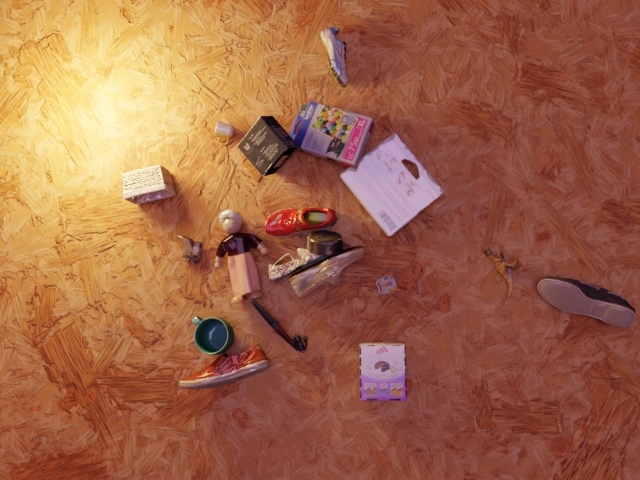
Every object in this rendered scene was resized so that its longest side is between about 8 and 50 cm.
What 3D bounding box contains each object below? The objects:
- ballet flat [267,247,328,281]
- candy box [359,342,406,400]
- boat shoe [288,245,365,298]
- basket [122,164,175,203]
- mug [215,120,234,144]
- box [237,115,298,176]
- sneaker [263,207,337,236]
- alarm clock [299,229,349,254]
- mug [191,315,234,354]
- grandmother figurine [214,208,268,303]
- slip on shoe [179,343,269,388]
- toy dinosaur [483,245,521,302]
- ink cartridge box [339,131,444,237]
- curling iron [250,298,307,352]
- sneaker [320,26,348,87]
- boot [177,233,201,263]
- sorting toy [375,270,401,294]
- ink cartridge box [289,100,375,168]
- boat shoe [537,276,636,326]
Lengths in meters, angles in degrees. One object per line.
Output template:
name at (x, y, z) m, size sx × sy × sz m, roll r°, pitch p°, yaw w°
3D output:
ballet flat at (-0.088, 0.073, 1.769) m, size 0.241 × 0.091 × 0.077 m, roll -25°, pitch 88°, yaw 2°
candy box at (0.221, 0.467, 1.729) m, size 0.165 × 0.070 × 0.196 m, roll 0°, pitch 86°, yaw 4°
boat shoe at (0.035, 0.113, 1.757) m, size 0.302 × 0.109 × 0.098 m, roll -26°, pitch 93°, yaw 4°
basket at (-0.651, -0.211, 1.822) m, size 0.167 × 0.113 × 0.103 m, roll -13°, pitch 82°, yaw 2°
mug at (-0.367, -0.416, 1.855) m, size 0.064 × 0.078 × 0.062 m, roll 12°, pitch 53°, yaw -4°
box at (-0.195, -0.350, 1.783) m, size 0.158 × 0.093 × 0.156 m, roll 50°, pitch 120°, yaw 6°
sneaker at (-0.077, -0.081, 1.770) m, size 0.279 × 0.118 × 0.107 m, roll -10°, pitch 84°, yaw 3°
alarm clock at (0.000, 0.000, 1.757) m, size 0.192 × 0.129 × 0.064 m, roll 13°, pitch 114°, yaw 36°
mug at (-0.385, 0.337, 1.763) m, size 0.129 × 0.097 × 0.158 m, roll -20°, pitch 73°, yaw 5°
grandmother figurine at (-0.298, 0.049, 1.786) m, size 0.208 × 0.104 × 0.342 m, roll -15°, pitch 87°, yaw -6°
slip on shoe at (-0.352, 0.465, 1.751) m, size 0.331 × 0.123 × 0.101 m, roll -19°, pitch 68°, yaw 0°
toy dinosaur at (0.671, 0.107, 1.743) m, size 0.112 × 0.064 × 0.211 m, roll -33°, pitch 74°, yaw 19°
ink cartridge box at (0.262, -0.204, 1.784) m, size 0.261 × 0.066 × 0.296 m, roll -38°, pitch 84°, yaw 1°
curling iron at (-0.150, 0.307, 1.759) m, size 0.274 × 0.035 × 0.068 m, roll 43°, pitch 99°, yaw -6°
sneaker at (0.069, -0.699, 1.829) m, size 0.086 × 0.085 × 0.237 m, roll -17°, pitch 86°, yaw 7°
boot at (-0.505, 0.035, 1.829) m, size 0.118 × 0.042 × 0.087 m, roll 22°, pitch 95°, yaw 12°
sorting toy at (0.244, 0.163, 1.773) m, size 0.075 × 0.045 × 0.083 m, roll -23°, pitch 84°, yaw 21°
ink cartridge box at (0.025, -0.399, 1.787) m, size 0.311 × 0.065 × 0.186 m, roll 20°, pitch 87°, yaw 21°
boat shoe at (0.931, 0.203, 1.705) m, size 0.335 × 0.095 × 0.112 m, roll 22°, pitch 123°, yaw 9°
